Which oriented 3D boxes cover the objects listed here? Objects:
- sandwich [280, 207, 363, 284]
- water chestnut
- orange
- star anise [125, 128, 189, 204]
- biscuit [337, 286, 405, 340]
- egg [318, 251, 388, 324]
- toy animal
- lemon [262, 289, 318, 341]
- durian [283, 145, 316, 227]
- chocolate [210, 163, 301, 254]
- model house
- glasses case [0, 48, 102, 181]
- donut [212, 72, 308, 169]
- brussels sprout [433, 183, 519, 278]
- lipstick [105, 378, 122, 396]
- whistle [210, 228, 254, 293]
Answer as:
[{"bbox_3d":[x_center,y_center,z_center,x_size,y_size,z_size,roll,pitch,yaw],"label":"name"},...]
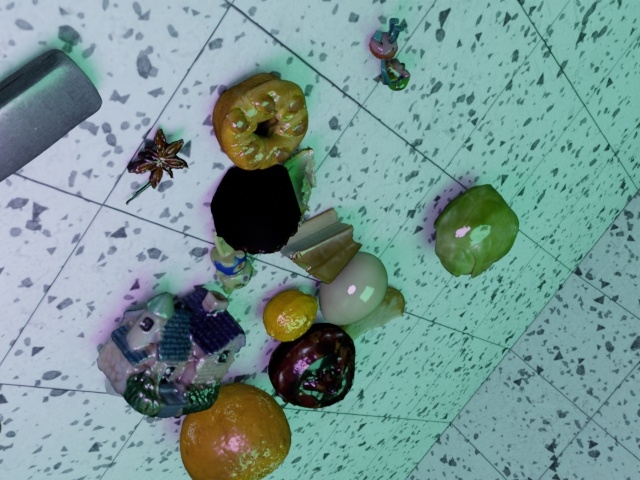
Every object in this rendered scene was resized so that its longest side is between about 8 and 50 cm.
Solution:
[{"bbox_3d":[0.000,0.000,1.835,0.186,0.108,0.220,-51,140,6],"label":"sandwich"},{"bbox_3d":[-0.009,0.410,2.060,0.299,0.300,0.300,-25,138,-26],"label":"water chestnut"},{"bbox_3d":[-0.261,0.589,1.965,0.340,0.293,0.341,-29,156,-14],"label":"orange"},{"bbox_3d":[-0.360,-0.149,1.396,0.097,0.070,0.191,41,94,-26],"label":"star anise"},{"bbox_3d":[0.175,0.251,2.280,0.308,0.040,0.205,-24,137,-28],"label":"biscuit"},{"bbox_3d":[0.095,0.149,1.991,0.254,0.188,0.188,-52,143,14],"label":"egg"},{"bbox_3d":[0.169,-0.445,1.603,0.208,0.100,0.104,71,29,-62],"label":"toy animal"},{"bbox_3d":[-0.087,0.215,1.916,0.187,0.142,0.142,-32,140,-23],"label":"lemon"},{"bbox_3d":[-0.055,-0.144,1.656,0.086,0.100,0.216,-12,124,-32],"label":"durian"},{"bbox_3d":[-0.148,-0.055,1.605,0.206,0.224,0.177,-18,165,1],"label":"chocolate"},{"bbox_3d":[-0.349,0.253,1.625,0.284,0.243,0.298,-57,151,9],"label":"model house"},{"bbox_3d":[-0.548,-0.201,1.156,0.323,0.074,0.131,-40,141,-9],"label":"glasses case"},{"bbox_3d":[-0.133,-0.265,1.464,0.226,0.114,0.227,-26,138,-26],"label":"donut"},{"bbox_3d":[0.515,-0.036,2.193,0.327,0.247,0.328,-18,145,-13],"label":"brussels sprout"},{"bbox_3d":[-0.451,0.409,1.798,0.076,0.076,0.304,-52,141,7],"label":"lipstick"},{"bbox_3d":[-0.229,0.048,1.676,0.105,0.085,0.228,-40,143,-24],"label":"whistle"}]
